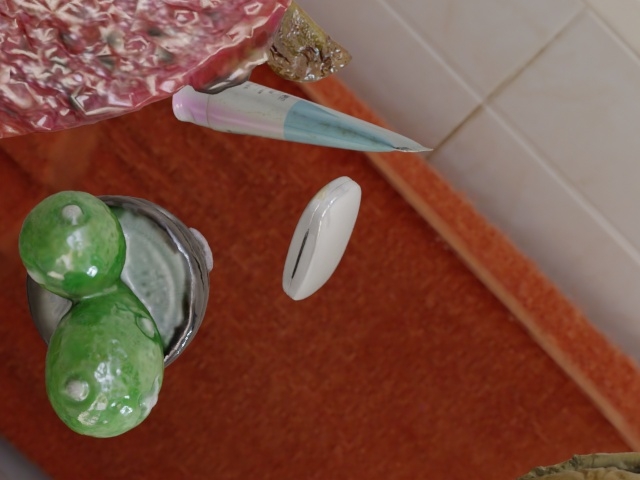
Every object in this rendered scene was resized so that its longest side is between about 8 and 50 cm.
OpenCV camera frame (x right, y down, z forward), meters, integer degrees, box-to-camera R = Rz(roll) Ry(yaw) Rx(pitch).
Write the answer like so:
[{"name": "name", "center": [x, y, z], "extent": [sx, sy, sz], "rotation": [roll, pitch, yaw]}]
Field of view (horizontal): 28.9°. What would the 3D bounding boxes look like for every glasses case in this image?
[{"name": "glasses case", "center": [0.000, 0.000, 1.245], "extent": [0.063, 0.041, 0.164], "rotation": [-34, 157, -35]}]

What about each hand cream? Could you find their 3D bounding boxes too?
[{"name": "hand cream", "center": [-0.025, -0.139, 1.491], "extent": [0.111, 0.312, 0.070], "rotation": [-8, 114, -67]}]

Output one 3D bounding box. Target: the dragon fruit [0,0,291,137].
[{"name": "dragon fruit", "center": [-0.161, -0.232, 0.532], "extent": [0.386, 0.371, 0.249], "rotation": [-52, -160, 47]}]

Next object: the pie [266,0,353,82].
[{"name": "pie", "center": [-0.048, -0.254, 1.495], "extent": [0.088, 0.191, 0.033], "rotation": [-54, -151, -15]}]

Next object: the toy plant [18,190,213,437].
[{"name": "toy plant", "center": [-0.194, 0.057, 1.144], "extent": [0.175, 0.218, 0.235], "rotation": [-16, -176, 14]}]

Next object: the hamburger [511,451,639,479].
[{"name": "hamburger", "center": [0.230, 0.299, 0.979], "extent": [0.145, 0.259, 0.283], "rotation": [-26, 176, -45]}]
